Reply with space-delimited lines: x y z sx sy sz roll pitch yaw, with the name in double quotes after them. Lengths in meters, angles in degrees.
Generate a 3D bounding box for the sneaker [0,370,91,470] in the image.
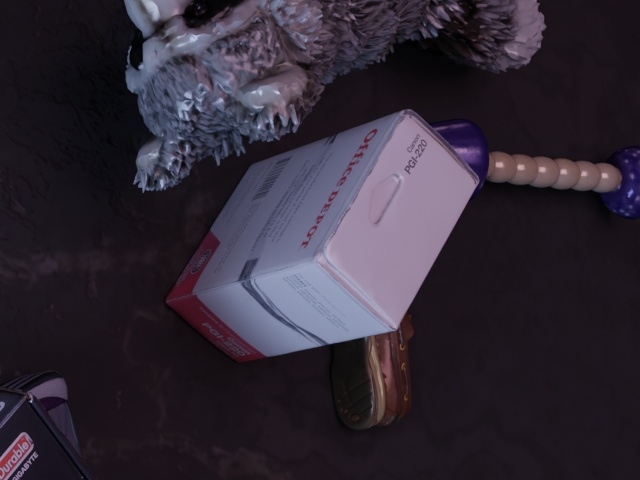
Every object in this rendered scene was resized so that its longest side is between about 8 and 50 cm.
-0.258 0.178 1.390 0.224 0.083 0.098 -29 101 -36 "sneaker"

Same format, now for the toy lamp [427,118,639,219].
0.183 -0.063 1.750 0.275 0.080 0.080 6 76 -36 "toy lamp"

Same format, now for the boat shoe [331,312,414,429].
0.044 0.069 1.634 0.060 0.064 0.178 -1 86 -40 "boat shoe"

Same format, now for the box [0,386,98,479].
-0.232 0.302 1.333 0.295 0.073 0.293 -51 127 -31 "box"

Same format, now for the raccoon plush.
0.034 -0.150 1.528 0.446 0.216 0.299 14 55 -26 "raccoon plush"

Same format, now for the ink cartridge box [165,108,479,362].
0.000 0.000 1.520 0.092 0.218 0.158 42 60 -20 "ink cartridge box"
